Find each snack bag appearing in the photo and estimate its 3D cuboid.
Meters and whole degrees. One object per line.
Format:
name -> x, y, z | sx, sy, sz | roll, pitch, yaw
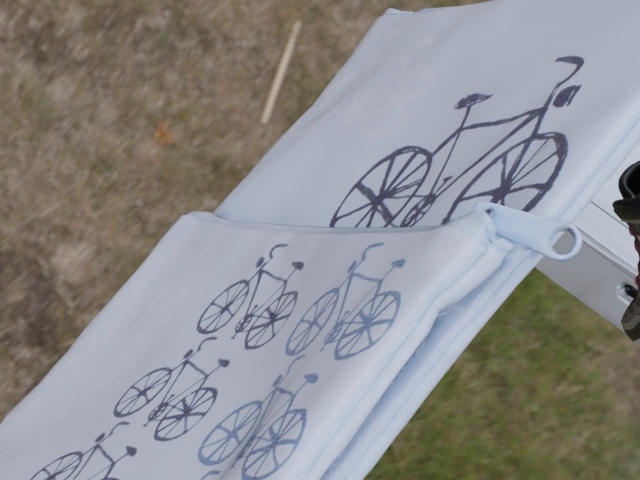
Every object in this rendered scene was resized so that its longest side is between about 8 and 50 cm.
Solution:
snack bag -> 0.000, 0.000, 0.667 | 0.037, 0.323, 0.342 | 46, 75, -19

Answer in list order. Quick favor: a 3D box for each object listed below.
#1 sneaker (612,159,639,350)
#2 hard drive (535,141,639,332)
sneaker -> 0.185, -0.006, 0.810 | 0.063, 0.170, 0.075 | -38, 70, -27
hard drive -> 0.278, -0.029, 1.082 | 0.233, 0.047, 0.353 | 37, 37, 10
